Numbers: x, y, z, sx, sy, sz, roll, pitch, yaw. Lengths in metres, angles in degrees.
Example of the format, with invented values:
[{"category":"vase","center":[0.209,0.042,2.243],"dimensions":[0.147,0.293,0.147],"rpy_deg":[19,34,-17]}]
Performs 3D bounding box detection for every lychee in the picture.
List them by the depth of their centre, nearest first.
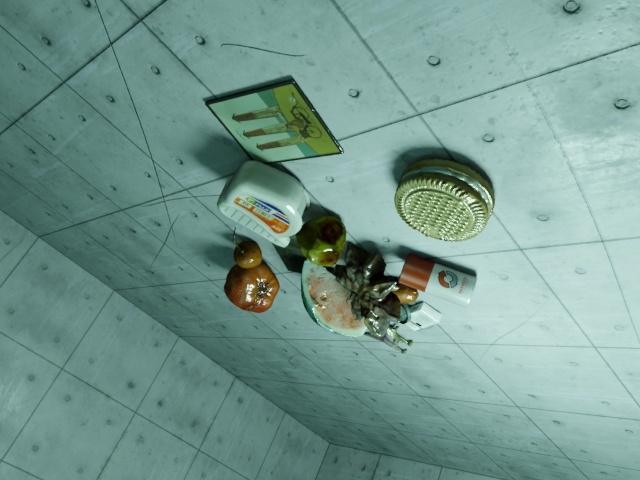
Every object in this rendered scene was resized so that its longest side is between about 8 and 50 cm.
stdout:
[{"category":"lychee","center":[-0.272,0.045,2.136],"dimensions":[0.140,0.115,0.101],"rpy_deg":[21,132,-31]}]

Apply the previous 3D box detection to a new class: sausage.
[{"category":"sausage","center":[0.234,0.169,1.960],"dimensions":[0.197,0.076,0.076],"rpy_deg":[2,144,35]}]

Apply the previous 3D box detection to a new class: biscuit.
[{"category":"biscuit","center":[0.303,-0.094,1.461],"dimensions":[0.259,0.079,0.259],"rpy_deg":[19,151,11]}]

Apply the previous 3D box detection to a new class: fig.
[{"category":"fig","center":[0.000,0.000,1.802],"dimensions":[0.165,0.144,0.154],"rpy_deg":[15,131,42]}]

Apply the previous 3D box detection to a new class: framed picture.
[{"category":"framed picture","center":[-0.124,-0.296,1.545],"dimensions":[0.323,0.013,0.244],"rpy_deg":[-2,140,40]}]

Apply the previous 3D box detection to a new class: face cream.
[{"category":"face cream","center":[0.347,0.118,1.760],"dimensions":[0.214,0.096,0.096],"rpy_deg":[20,151,12]}]

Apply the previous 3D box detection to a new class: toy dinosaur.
[{"category":"toy dinosaur","center":[0.259,0.370,2.305],"dimensions":[0.199,0.072,0.251],"rpy_deg":[32,165,11]}]

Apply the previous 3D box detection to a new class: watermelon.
[{"category":"watermelon","center":[0.034,0.204,2.053],"dimensions":[0.305,0.180,0.224],"rpy_deg":[36,-168,-5]}]

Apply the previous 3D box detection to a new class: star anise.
[{"category":"star anise","center":[0.148,0.155,1.885],"dimensions":[0.315,0.108,0.316],"rpy_deg":[29,131,39]}]

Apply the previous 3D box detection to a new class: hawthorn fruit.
[{"category":"hawthorn fruit","center":[-0.289,0.168,2.276],"dimensions":[0.243,0.207,0.207],"rpy_deg":[15,152,46]}]

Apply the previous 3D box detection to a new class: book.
[{"category":"book","center":[-0.085,0.049,2.072],"dimensions":[0.160,0.024,0.228],"rpy_deg":[10,148,28]}]

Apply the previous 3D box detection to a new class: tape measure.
[{"category":"tape measure","center":[-0.158,-0.112,1.762],"dimensions":[0.258,0.130,0.265],"rpy_deg":[30,147,-17]}]

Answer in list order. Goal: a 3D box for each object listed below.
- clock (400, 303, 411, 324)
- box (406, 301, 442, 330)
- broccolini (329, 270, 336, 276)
[{"category":"clock","center":[0.283,0.250,2.061],"dimensions":[0.085,0.017,0.085],"rpy_deg":[32,129,49]},{"category":"box","center":[0.343,0.265,2.065],"dimensions":[0.083,0.040,0.154],"rpy_deg":[33,150,-12]},{"category":"broccolini","center":[0.144,0.191,2.099],"dimensions":[0.271,0.062,0.123],"rpy_deg":[38,140,-16]}]
